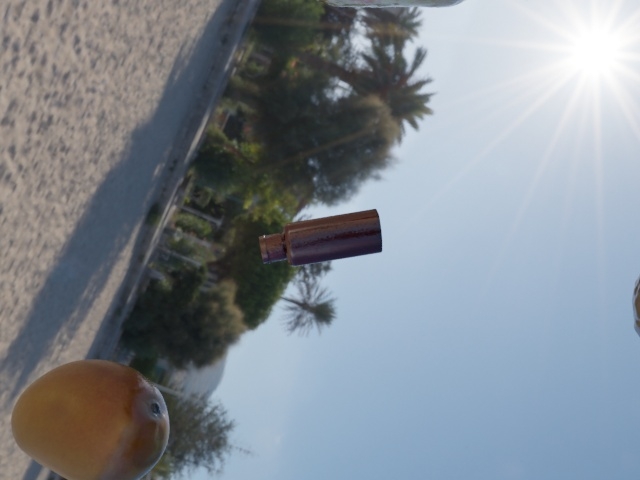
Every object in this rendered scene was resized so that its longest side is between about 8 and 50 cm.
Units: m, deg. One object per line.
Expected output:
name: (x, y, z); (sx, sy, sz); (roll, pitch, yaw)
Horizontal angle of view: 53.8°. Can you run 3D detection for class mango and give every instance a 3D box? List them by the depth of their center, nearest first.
mango: (-0.293, 0.225, 0.799); (0.120, 0.221, 0.151); (40, 65, -63)

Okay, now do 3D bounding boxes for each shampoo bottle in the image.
shampoo bottle: (0.000, 0.000, 1.359); (0.064, 0.260, 0.102); (-109, -170, -66)

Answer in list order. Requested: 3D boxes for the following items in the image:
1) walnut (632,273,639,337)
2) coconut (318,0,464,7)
walnut: (0.614, 0.122, 0.978); (0.248, 0.248, 0.248); (-61, -167, 25)
coconut: (0.049, -0.289, 0.427); (0.259, 0.259, 0.259); (-61, -167, 25)
